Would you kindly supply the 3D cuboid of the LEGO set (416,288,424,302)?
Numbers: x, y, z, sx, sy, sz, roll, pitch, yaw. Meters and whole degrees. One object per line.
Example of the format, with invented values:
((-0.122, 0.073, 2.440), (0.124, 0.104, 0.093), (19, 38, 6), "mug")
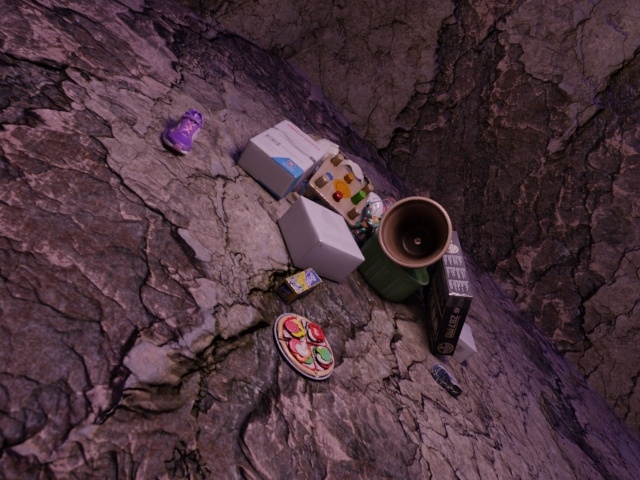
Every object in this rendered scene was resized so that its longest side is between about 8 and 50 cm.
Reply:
((0.459, 0.240, 2.038), (0.244, 0.060, 0.182), (51, 21, -15), "LEGO set")

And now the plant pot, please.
((0.361, -0.011, 1.687), (0.263, 0.263, 0.229), (52, 5, 17), "plant pot")

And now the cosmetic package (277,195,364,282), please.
((0.000, 0.000, 1.536), (0.224, 0.138, 0.225), (24, 29, -40), "cosmetic package")

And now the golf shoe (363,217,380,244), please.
((0.262, -0.047, 2.023), (0.198, 0.094, 0.077), (-34, 84, -32), "golf shoe")

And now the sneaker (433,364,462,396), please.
((0.443, 0.490, 1.578), (0.135, 0.052, 0.058), (50, 13, -5), "sneaker")

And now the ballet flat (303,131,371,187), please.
((0.087, -0.405, 2.288), (0.482, 0.164, 0.182), (33, -12, -30), "ballet flat")

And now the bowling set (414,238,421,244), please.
((0.418, 0.018, 2.082), (0.287, 0.154, 0.200), (-53, 139, -62), "bowling set")

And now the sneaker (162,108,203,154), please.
((-0.440, -0.368, 1.467), (0.095, 0.104, 0.236), (36, 26, -23), "sneaker")

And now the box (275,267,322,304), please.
((-0.061, 0.133, 1.320), (0.059, 0.054, 0.169), (49, 23, 11), "box")

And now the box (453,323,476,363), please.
((0.560, 0.398, 1.858), (0.130, 0.091, 0.170), (40, 24, -10), "box")

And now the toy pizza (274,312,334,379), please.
((-0.035, 0.268, 1.164), (0.201, 0.032, 0.201), (36, 24, -19), "toy pizza")

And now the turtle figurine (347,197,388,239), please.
((0.202, -0.079, 1.880), (0.118, 0.234, 0.175), (59, 10, -21), "turtle figurine")

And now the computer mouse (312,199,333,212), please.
((0.036, -0.130, 1.935), (0.193, 0.042, 0.106), (22, 33, -42), "computer mouse")

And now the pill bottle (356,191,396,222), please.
((0.241, -0.141, 2.124), (0.176, 0.176, 0.318), (54, 25, 21), "pill bottle")

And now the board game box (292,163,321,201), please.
((-0.069, -0.303, 2.017), (0.318, 0.066, 0.318), (3, 46, -57), "board game box")

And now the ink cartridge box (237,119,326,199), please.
((-0.144, -0.327, 1.758), (0.223, 0.129, 0.307), (39, 36, 1), "ink cartridge box")

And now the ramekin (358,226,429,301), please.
((0.287, 0.104, 1.823), (0.303, 0.148, 0.303), (36, 24, -19), "ramekin")

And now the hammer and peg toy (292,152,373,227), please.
((0.059, -0.183, 1.804), (0.266, 0.127, 0.361), (44, 42, -11), "hammer and peg toy")

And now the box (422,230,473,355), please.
((0.484, 0.196, 1.751), (0.097, 0.319, 0.395), (4, 36, 4), "box")
